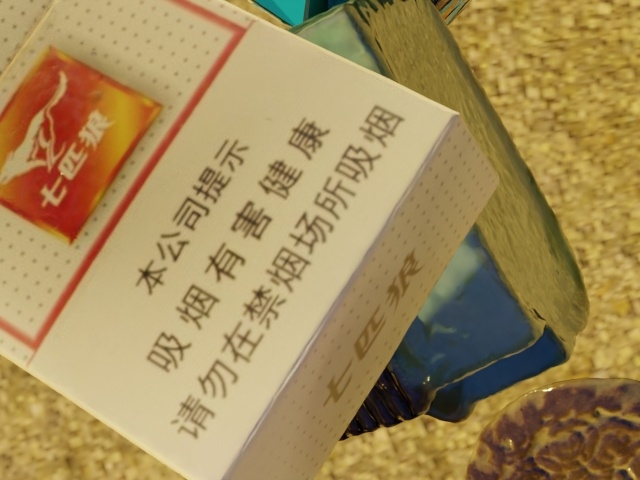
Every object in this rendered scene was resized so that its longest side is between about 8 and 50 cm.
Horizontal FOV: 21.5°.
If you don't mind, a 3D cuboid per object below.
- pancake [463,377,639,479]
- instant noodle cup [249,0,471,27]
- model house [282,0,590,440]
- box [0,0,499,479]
[{"bbox_3d":[0.115,0.109,0.709,0.115,0.011,0.115,3,109,10],"label":"pancake"},{"bbox_3d":[0.038,-0.243,1.286,0.240,0.240,0.178,39,106,26],"label":"instant noodle cup"},{"bbox_3d":[0.000,0.000,1.113,0.249,0.230,0.280,-28,96,20],"label":"model house"},{"bbox_3d":[-0.105,-0.027,0.866,0.330,0.095,0.210,29,82,29],"label":"box"}]
